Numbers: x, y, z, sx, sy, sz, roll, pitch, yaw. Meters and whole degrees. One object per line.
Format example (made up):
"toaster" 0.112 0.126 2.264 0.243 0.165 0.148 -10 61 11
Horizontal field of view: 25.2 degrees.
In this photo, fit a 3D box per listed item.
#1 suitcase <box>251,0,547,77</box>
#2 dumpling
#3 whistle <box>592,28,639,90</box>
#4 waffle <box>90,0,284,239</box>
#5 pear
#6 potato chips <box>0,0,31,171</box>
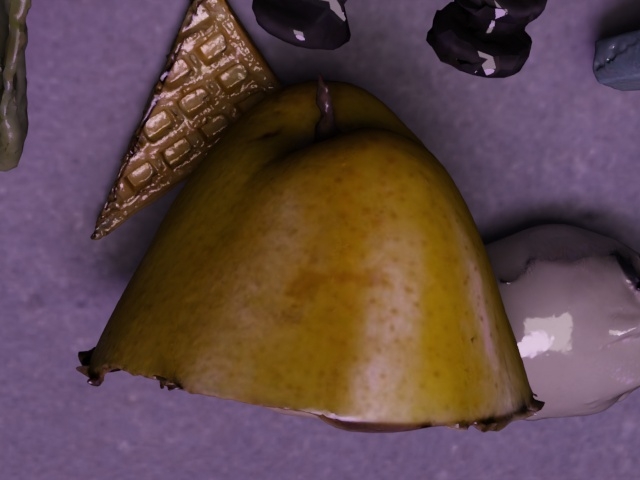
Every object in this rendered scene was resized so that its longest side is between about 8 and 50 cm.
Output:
"suitcase" -0.010 -0.279 0.522 0.194 0.434 0.283 5 128 -17
"dumpling" 0.153 0.065 0.906 0.176 0.092 0.150 -13 131 -5
"whistle" 0.280 -0.109 0.770 0.274 0.186 0.093 -4 88 36
"waffle" -0.098 -0.074 0.840 0.152 0.023 0.097 -33 114 10
"pear" 0.002 0.000 0.792 0.266 0.267 0.178 6 93 -9
"potato chips" -0.246 -0.205 0.625 0.358 0.070 0.429 2 107 39
